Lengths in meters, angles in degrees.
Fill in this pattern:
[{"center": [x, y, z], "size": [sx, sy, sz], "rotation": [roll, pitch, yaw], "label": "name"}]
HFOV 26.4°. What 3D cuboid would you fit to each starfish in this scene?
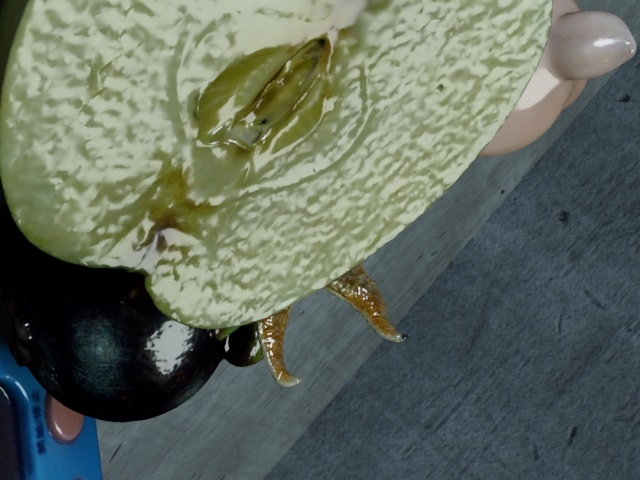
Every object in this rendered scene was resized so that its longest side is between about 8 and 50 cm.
[{"center": [0.000, 0.001, 1.112], "size": [0.138, 0.247, 0.050], "rotation": [7, 163, -30], "label": "starfish"}]

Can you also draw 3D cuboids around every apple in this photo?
[{"center": [-0.048, -0.117, 0.923], "size": [0.360, 0.320, 0.311], "rotation": [-47, 180, 16], "label": "apple"}]

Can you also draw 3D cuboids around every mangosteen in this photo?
[{"center": [-0.152, 0.043, 1.146], "size": [0.243, 0.243, 0.243], "rotation": [-46, 165, -16], "label": "mangosteen"}]

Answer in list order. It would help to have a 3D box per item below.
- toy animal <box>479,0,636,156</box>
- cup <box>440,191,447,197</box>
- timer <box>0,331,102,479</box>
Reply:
[{"center": [0.147, -0.236, 1.237], "size": [0.269, 0.237, 0.326], "rotation": [-86, 172, -59], "label": "toy animal"}, {"center": [-0.012, -0.081, 1.254], "size": [0.234, 0.258, 0.186], "rotation": [56, 39, -69], "label": "cup"}, {"center": [-0.301, 0.247, 1.169], "size": [0.309, 0.115, 0.340], "rotation": [-13, 99, -67], "label": "timer"}]
